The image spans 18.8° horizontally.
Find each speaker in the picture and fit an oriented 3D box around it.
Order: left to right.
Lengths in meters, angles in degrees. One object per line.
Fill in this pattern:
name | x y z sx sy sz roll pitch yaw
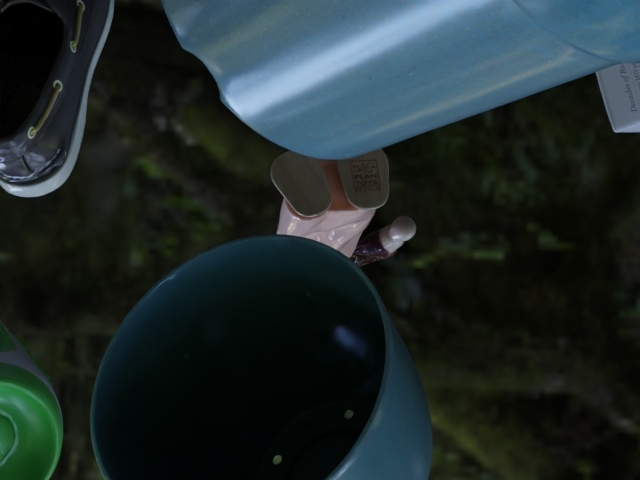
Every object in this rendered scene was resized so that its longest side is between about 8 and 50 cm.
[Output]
speaker | -0.294 0.124 1.575 0.131 0.131 0.296 9 -172 -22

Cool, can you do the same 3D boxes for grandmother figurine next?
grandmother figurine | 0.000 0.000 2.099 0.207 0.104 0.342 1 157 -9

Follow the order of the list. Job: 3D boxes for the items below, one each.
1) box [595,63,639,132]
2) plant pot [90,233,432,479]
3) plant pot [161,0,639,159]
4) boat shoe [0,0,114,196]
box | 0.330 -0.202 1.783 0.119 0.182 0.181 -18 175 31
plant pot | -0.030 0.179 1.787 0.293 0.293 0.235 -3 149 25
plant pot | 0.089 -0.223 1.242 0.341 0.341 0.334 15 150 -42
boat shoe | -0.194 -0.146 1.341 0.081 0.228 0.069 -3 154 11
